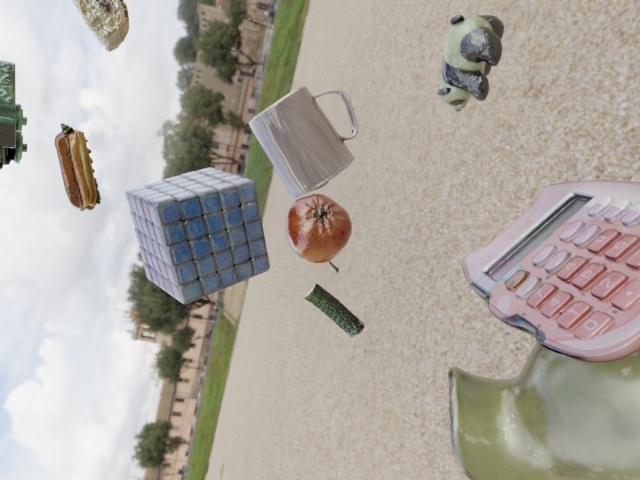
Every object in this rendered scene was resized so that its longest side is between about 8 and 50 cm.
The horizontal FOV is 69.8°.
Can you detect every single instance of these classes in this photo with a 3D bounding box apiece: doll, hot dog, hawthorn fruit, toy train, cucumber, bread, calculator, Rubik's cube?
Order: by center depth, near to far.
[{"bbox_3d":[0.287,0.021,0.510,0.220,0.048,0.330,-41,11,5],"label":"calculator"},{"bbox_3d":[-0.400,-0.426,0.844,0.125,0.082,0.106,61,170,-16],"label":"bread"},{"bbox_3d":[-0.523,-0.157,0.993,0.055,0.072,0.189,-34,-59,-66],"label":"hot dog"},{"bbox_3d":[-0.284,-0.023,1.075,0.238,0.236,0.238,21,124,49],"label":"Rubik's cube"},{"bbox_3d":[0.000,0.000,1.140,0.285,0.165,0.166,74,-158,-66],"label":"hawthorn fruit"},{"bbox_3d":[0.369,-0.441,1.144,0.234,0.134,0.144,89,-162,-48],"label":"doll"},{"bbox_3d":[-0.867,-0.337,1.209,0.238,0.166,0.299,-54,49,42],"label":"toy train"},{"bbox_3d":[0.040,0.185,1.225,0.058,0.187,0.058,-45,14,15],"label":"cucumber"}]

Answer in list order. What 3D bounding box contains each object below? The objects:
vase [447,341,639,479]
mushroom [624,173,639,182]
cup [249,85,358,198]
[{"bbox_3d":[0.365,0.236,0.566,0.302,0.329,0.241,-39,15,29],"label":"vase"},{"bbox_3d":[0.592,0.013,0.909,0.290,0.292,0.292,-62,4,-19],"label":"mushroom"},{"bbox_3d":[-0.031,-0.301,1.349,0.288,0.273,0.208,-27,16,27],"label":"cup"}]
